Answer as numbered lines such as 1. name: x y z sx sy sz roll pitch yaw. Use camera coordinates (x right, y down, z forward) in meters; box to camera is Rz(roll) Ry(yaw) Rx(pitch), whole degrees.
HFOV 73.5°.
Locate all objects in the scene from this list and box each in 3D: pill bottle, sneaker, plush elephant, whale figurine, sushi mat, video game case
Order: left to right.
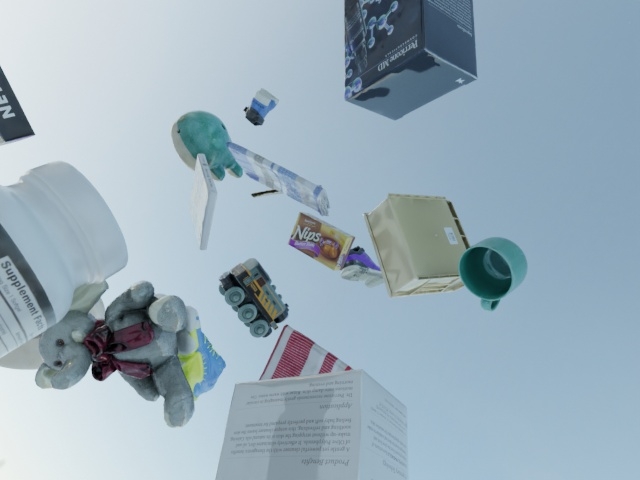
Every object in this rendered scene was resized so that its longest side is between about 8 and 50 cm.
1. pill bottle: -0.332 0.041 0.374 0.162 0.278 0.162 25 -46 28
2. plush elephant: -0.424 0.203 0.846 0.330 0.255 0.272 31 -56 49
3. sneaker: -0.289 0.261 1.012 0.091 0.126 0.240 17 -77 37
4. video game case: -0.256 -0.083 0.928 0.143 0.019 0.157 62 -37 40
5. whale figurine: -0.304 -0.276 1.254 0.141 0.272 0.216 -29 -113 19
6. sneaker: -0.157 -0.344 1.116 0.058 0.152 0.084 34 -70 -10
7. sushi mat: -0.121 -0.193 1.652 0.151 0.316 0.019 -8 -85 25
8. sneaker: 0.172 0.091 1.693 0.102 0.293 0.146 -32 -123 27

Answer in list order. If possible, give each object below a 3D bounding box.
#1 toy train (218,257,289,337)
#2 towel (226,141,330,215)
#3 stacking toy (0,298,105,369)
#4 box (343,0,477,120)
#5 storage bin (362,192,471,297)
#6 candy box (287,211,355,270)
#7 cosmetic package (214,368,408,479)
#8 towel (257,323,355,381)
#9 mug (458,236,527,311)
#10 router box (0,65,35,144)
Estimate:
1. toy train: -0.255 0.229 1.677 0.334 0.190 0.142 59 -14 -26
2. towel: -0.104 -0.157 1.137 0.285 0.209 0.034 28 -97 8
3. stacking toy: -0.828 0.111 1.295 0.480 0.351 0.350 -122 -148 -54
4. box: 0.231 -0.583 1.161 0.293 0.212 0.395 -14 -108 53
5. storage bin: 0.291 0.011 1.217 0.123 0.260 0.262 -46 -129 50
6. candy box: 0.000 0.000 1.259 0.187 0.053 0.109 29 -76 30
7. cosmetic package: -0.017 0.345 0.455 0.197 0.365 0.155 -14 -41 27
8. towel: -0.029 0.421 1.221 0.329 0.037 0.237 28 -85 29
9. mug: 0.389 0.066 0.970 0.129 0.097 0.157 48 -41 24
10. router box: -0.502 -0.233 0.637 0.133 0.046 0.179 10 -56 46
